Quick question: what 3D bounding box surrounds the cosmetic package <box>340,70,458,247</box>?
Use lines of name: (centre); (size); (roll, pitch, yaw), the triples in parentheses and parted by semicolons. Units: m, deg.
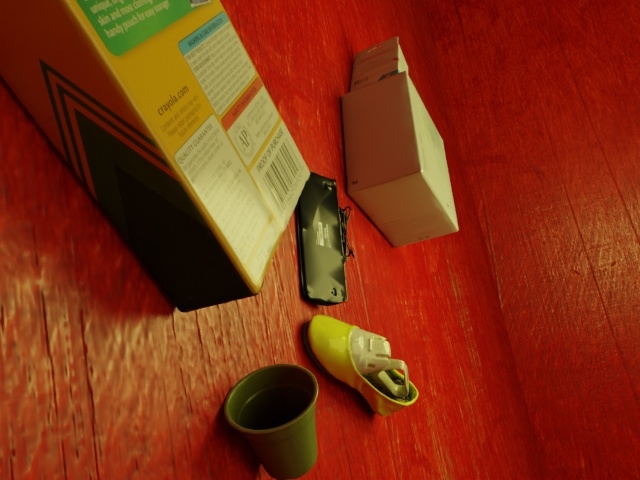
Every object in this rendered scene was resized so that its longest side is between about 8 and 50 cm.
cosmetic package: (0.149, -0.143, 1.010); (0.225, 0.138, 0.224); (40, 40, -51)

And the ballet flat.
ballet flat: (0.064, 0.159, 0.699); (0.231, 0.077, 0.077); (52, 32, -41)

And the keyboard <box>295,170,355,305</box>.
keyboard: (0.000, 0.000, 0.732); (0.100, 0.038, 0.192); (16, 59, -36)

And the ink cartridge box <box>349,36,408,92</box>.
ink cartridge box: (0.122, -0.333, 1.107); (0.061, 0.104, 0.181); (55, 30, -38)

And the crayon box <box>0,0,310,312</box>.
crayon box: (-0.131, -0.130, 0.439); (0.323, 0.083, 0.203); (62, 26, -28)

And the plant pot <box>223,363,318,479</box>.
plant pot: (-0.036, 0.168, 0.485); (0.083, 0.083, 0.079); (-63, 145, -58)
